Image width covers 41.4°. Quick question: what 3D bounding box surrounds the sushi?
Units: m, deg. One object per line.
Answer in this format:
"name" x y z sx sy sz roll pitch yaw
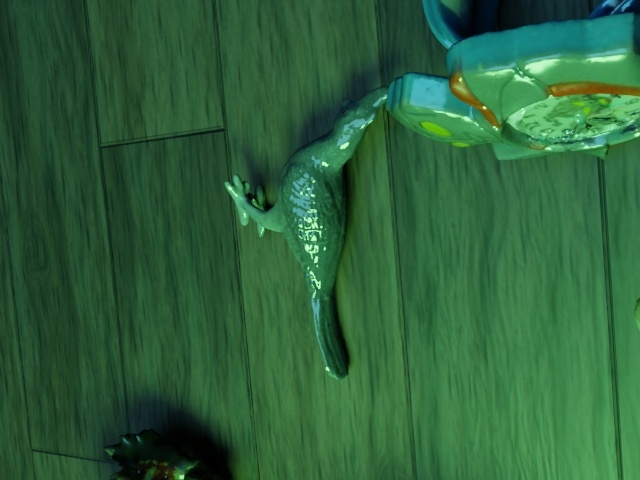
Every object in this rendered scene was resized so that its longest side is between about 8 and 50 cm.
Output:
"sushi" -0.228 0.393 1.188 0.238 0.219 0.225 20 146 3

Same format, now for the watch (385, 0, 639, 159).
"watch" 0.203 -0.226 0.818 0.305 0.241 0.274 -4 77 36

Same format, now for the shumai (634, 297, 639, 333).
"shumai" 0.392 0.085 0.779 0.120 0.201 0.201 -42 67 -13

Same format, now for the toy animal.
"toy animal" -0.026 -0.026 1.057 0.206 0.081 0.367 20 110 32
